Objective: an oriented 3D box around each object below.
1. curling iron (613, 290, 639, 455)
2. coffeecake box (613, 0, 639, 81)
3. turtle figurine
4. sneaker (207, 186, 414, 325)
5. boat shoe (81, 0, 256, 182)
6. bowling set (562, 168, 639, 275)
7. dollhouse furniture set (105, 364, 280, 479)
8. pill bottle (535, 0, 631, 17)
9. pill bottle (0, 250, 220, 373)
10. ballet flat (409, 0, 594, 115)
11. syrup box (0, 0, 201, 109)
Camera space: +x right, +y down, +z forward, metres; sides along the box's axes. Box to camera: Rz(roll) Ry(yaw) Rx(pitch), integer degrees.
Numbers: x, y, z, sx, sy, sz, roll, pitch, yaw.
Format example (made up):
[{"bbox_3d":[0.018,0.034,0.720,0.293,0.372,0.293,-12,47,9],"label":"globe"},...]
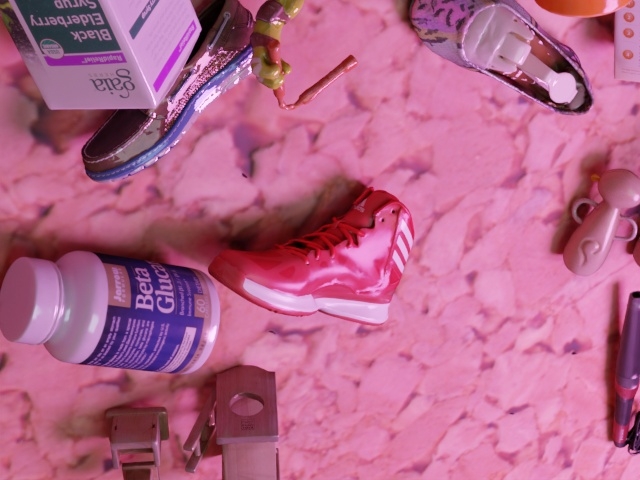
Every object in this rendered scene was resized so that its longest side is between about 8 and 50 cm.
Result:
[{"bbox_3d":[0.375,0.158,1.562,0.068,0.035,0.274,-31,133,-17],"label":"curling iron"},{"bbox_3d":[0.347,-0.234,1.196,0.068,0.142,0.186,-55,147,-43],"label":"coffeecake box"},{"bbox_3d":[-0.024,-0.248,0.988,0.217,0.087,0.270,21,95,-56],"label":"turtle figurine"},{"bbox_3d":[0.000,0.000,1.193,0.221,0.087,0.128,11,106,-51],"label":"sneaker"},{"bbox_3d":[-0.126,-0.124,1.031,0.183,0.066,0.066,-45,129,-12],"label":"boat shoe"},{"bbox_3d":[0.418,-0.010,1.408,0.154,0.287,0.200,-68,172,30],"label":"bowling set"},{"bbox_3d":[-0.119,0.225,1.273,0.160,0.101,0.182,-2,125,-3],"label":"dollhouse furniture set"},{"bbox_3d":[0.205,-0.301,1.024,0.130,0.130,0.246,-24,130,-17],"label":"pill bottle"},{"bbox_3d":[-0.177,0.059,1.095,0.169,0.094,0.094,10,114,-38],"label":"pill bottle"},{"bbox_3d":[0.177,-0.169,1.179,0.221,0.079,0.077,22,108,-40],"label":"ballet flat"},{"bbox_3d":[-0.174,-0.206,0.894,0.237,0.093,0.096,70,32,-40],"label":"syrup box"}]
